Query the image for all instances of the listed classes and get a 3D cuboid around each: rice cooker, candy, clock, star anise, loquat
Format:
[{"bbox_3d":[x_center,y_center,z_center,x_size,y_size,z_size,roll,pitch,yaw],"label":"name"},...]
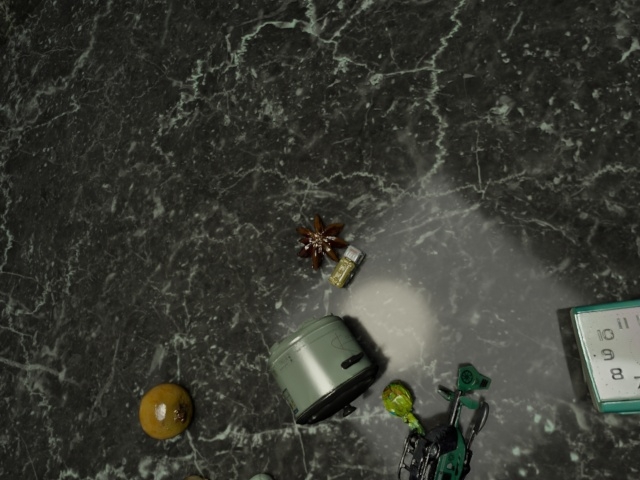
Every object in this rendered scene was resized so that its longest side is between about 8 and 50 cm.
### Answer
[{"bbox_3d":[0.011,0.326,1.038,0.227,0.241,0.280,54,133,23],"label":"rice cooker"},{"bbox_3d":[0.244,0.471,1.035,0.073,0.077,0.262,-34,79,-8],"label":"candy"},{"bbox_3d":[0.711,0.246,0.913,0.262,0.116,0.231,-10,72,14],"label":"clock"},{"bbox_3d":[-0.001,0.000,1.196,0.167,0.057,0.168,-3,80,16],"label":"star anise"},{"bbox_3d":[-0.439,0.485,1.195,0.163,0.137,0.163,-12,61,22],"label":"loquat"}]

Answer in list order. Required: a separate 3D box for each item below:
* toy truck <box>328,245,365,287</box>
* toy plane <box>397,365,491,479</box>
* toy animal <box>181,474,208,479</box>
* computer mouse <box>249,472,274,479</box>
[{"bbox_3d":[0.071,0.073,1.157,0.052,0.063,0.123,32,90,20],"label":"toy truck"},{"bbox_3d":[0.292,0.474,0.971,0.155,0.106,0.382,24,75,-14],"label":"toy plane"},{"bbox_3d":[-0.380,0.758,1.114,0.121,0.233,0.169,5,122,28],"label":"toy animal"},{"bbox_3d":[-0.179,0.738,1.104,0.113,0.068,0.229,11,83,20],"label":"computer mouse"}]
